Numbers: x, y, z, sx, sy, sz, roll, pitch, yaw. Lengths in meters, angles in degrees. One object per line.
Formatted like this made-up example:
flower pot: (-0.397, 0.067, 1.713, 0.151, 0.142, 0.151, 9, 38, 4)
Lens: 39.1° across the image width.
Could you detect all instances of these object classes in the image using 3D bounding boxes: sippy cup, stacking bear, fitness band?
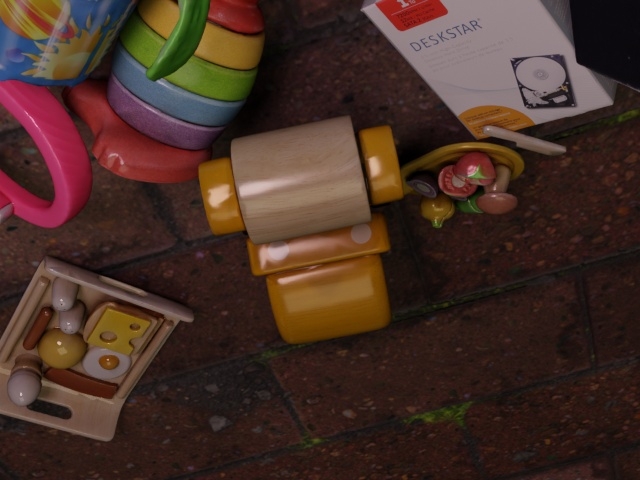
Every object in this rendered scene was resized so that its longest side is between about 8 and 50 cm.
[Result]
sippy cup: (-0.254, -0.273, 0.833, 0.240, 0.305, 0.224, 4, 132, -35)
stacking bear: (-0.132, -0.223, 0.955, 0.164, 0.175, 0.289, 7, 124, -42)
fitness band: (-0.375, -0.130, 0.990, 0.291, 0.054, 0.209, 43, 138, 0)

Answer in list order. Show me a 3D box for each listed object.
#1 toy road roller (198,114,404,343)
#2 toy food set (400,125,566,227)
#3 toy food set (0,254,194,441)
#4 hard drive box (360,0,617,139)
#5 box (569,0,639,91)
toy road roller: (0.000, 0.000, 1.044, 0.202, 0.329, 0.240, -12, 89, 3)
toy food set: (0.184, -0.064, 1.117, 0.128, 0.071, 0.218, 15, 158, -30)
toy food set: (-0.345, 0.169, 1.309, 0.220, 0.092, 0.306, 22, 126, -23)
hard drive box: (0.189, -0.229, 0.978, 0.181, 0.089, 0.232, -12, 138, 44)
box: (0.385, -0.339, 0.783, 0.312, 0.179, 0.343, -21, 119, -8)
